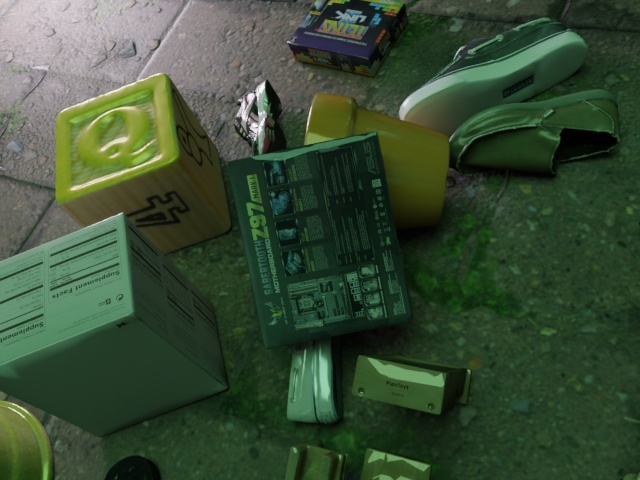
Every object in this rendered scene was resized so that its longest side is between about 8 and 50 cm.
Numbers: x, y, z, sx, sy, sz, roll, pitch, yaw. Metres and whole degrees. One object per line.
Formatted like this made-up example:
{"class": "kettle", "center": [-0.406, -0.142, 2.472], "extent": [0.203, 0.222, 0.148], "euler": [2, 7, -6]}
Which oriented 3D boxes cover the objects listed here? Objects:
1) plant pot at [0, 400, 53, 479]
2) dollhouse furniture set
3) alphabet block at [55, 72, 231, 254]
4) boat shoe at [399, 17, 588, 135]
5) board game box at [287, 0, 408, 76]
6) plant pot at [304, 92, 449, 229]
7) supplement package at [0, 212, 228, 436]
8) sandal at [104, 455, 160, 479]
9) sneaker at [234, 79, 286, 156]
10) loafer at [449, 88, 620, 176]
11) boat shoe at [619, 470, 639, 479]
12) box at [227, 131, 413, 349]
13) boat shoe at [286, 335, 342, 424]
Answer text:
{"class": "plant pot", "center": [-0.535, 0.302, 0.831], "extent": [0.276, 0.254, 0.276], "euler": [-9, 58, 14]}
{"class": "dollhouse furniture set", "center": [0.091, 0.259, 0.751], "extent": [0.212, 0.161, 0.242], "euler": [8, 85, 22]}
{"class": "alphabet block", "center": [-0.272, -0.105, 1.026], "extent": [0.193, 0.197, 0.192], "euler": [-21, 55, 5]}
{"class": "boat shoe", "center": [0.248, -0.257, 1.006], "extent": [0.301, 0.108, 0.102], "euler": [-26, 56, -1]}
{"class": "board game box", "center": [0.049, -0.373, 1.175], "extent": [0.170, 0.048, 0.141], "euler": [19, 66, 27]}
{"class": "plant pot", "center": [0.077, -0.093, 0.920], "extent": [0.188, 0.205, 0.205], "euler": [7, 61, 4]}
{"class": "supplement package", "center": [-0.272, 0.122, 0.848], "extent": [0.204, 0.262, 0.145], "euler": [-22, 55, 5]}
{"class": "sandal", "center": [-0.216, 0.382, 0.798], "extent": [0.097, 0.054, 0.254], "euler": [-33, 56, -3]}
{"class": "sneaker", "center": [-0.107, -0.185, 1.110], "extent": [0.077, 0.072, 0.178], "euler": [-20, 47, 20]}
{"class": "loafer", "center": [0.300, -0.140, 0.924], "extent": [0.251, 0.094, 0.087], "euler": [-16, 52, 8]}
{"class": "boat shoe", "center": [0.335, 0.280, 0.645], "extent": [0.324, 0.123, 0.116], "euler": [-28, 53, -2]}
{"class": "box", "center": [0.000, 0.000, 0.798], "extent": [0.183, 0.059, 0.233], "euler": [-12, 92, 2]}
{"class": "boat shoe", "center": [-0.015, 0.127, 0.870], "extent": [0.075, 0.083, 0.226], "euler": [-7, 59, 13]}
